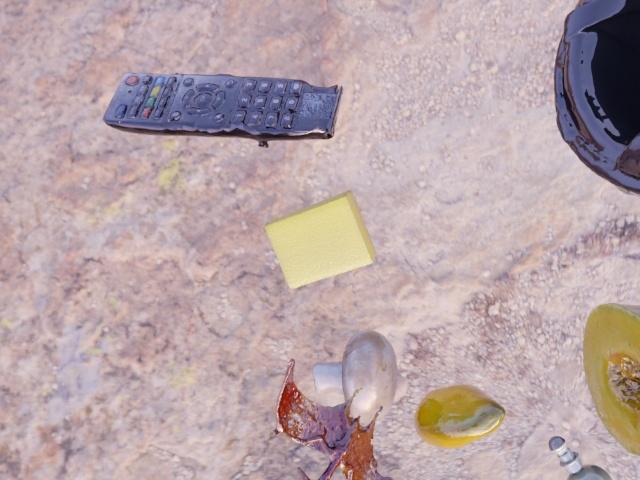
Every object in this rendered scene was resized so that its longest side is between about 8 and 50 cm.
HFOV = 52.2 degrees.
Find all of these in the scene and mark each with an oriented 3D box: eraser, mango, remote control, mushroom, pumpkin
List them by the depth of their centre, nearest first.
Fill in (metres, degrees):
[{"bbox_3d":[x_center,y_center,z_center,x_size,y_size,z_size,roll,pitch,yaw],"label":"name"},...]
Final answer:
[{"bbox_3d":[0.000,0.000,0.870,0.122,0.045,0.097,-20,103,15],"label":"eraser"},{"bbox_3d":[-0.163,-0.225,1.111,0.399,0.062,0.144,6,57,12],"label":"remote control"},{"bbox_3d":[0.742,0.284,1.422,0.199,0.332,0.332,-10,68,-11],"label":"pumpkin"},{"bbox_3d":[0.327,0.420,1.561,0.176,0.317,0.119,-36,94,-24],"label":"mango"},{"bbox_3d":[0.087,0.353,1.714,0.244,0.243,0.243,-6,72,20],"label":"mushroom"}]

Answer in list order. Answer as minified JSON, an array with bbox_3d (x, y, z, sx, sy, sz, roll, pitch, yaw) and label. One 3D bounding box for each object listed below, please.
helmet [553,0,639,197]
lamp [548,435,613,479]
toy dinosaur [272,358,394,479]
[{"bbox_3d":[0.288,-0.119,0.377,0.279,0.160,0.230,-34,45,37],"label":"helmet"},{"bbox_3d":[0.508,0.457,1.295,0.091,0.091,0.163,-39,88,7],"label":"lamp"},{"bbox_3d":[0.047,0.324,1.059,0.113,0.207,0.327,-29,84,53],"label":"toy dinosaur"}]
